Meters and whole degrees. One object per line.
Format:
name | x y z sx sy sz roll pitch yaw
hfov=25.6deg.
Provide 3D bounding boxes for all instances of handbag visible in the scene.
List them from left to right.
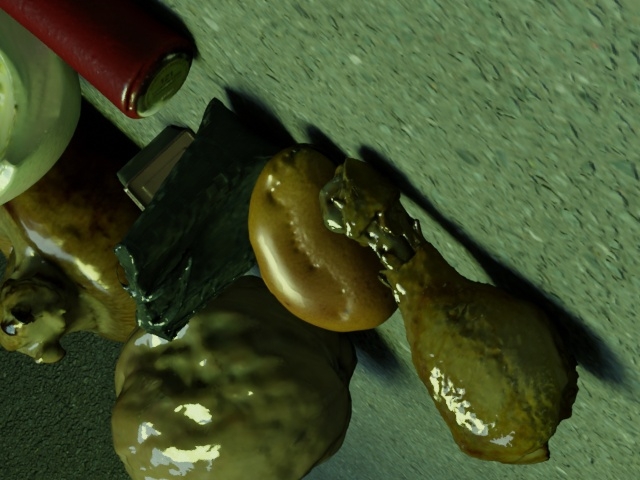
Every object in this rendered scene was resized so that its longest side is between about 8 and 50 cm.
handbag | -0.099 -0.005 1.178 0.089 0.175 0.270 38 166 12

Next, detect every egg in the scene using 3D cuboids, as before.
egg | -0.323 -0.162 1.401 0.206 0.162 0.270 -152 53 -74

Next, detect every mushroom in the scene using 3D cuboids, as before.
mushroom | -0.311 -0.006 1.627 0.345 0.259 0.345 42 164 15

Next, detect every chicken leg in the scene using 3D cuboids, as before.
chicken leg | 0.086 0.048 0.983 0.251 0.107 0.087 50 -175 5

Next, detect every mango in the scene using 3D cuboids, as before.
mango | 0.001 0.000 1.080 0.159 0.105 0.084 59 -171 -14

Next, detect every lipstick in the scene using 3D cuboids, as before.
lipstick | -0.209 -0.193 1.126 0.241 0.080 0.080 39 167 17

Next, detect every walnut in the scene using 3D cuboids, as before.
walnut | -0.094 0.156 1.468 0.273 0.273 0.227 35 179 33

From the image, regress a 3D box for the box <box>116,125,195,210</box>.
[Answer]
box | -0.149 -0.065 1.351 0.060 0.085 0.063 50 171 -29
